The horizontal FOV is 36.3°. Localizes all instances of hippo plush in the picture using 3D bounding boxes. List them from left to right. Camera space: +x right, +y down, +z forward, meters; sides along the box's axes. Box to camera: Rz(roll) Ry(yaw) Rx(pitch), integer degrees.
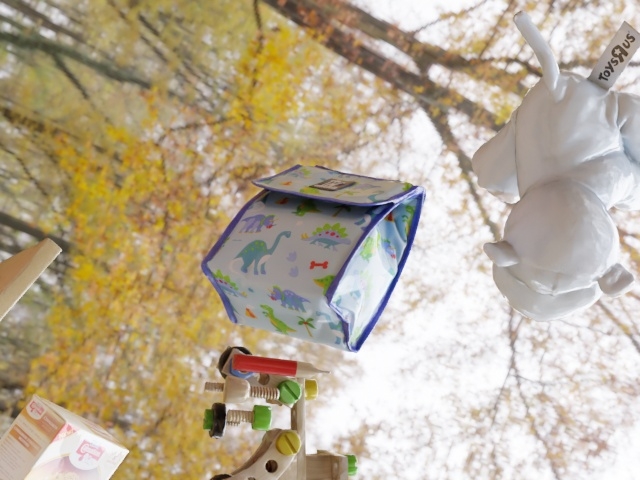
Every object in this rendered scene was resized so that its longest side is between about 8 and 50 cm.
[{"bbox_3d":[0.282,-0.040,1.012,0.294,0.234,0.237,96,1,-62],"label":"hippo plush"}]

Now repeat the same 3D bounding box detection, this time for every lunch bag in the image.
[{"bbox_3d":[0.000,0.000,0.791,0.128,0.096,0.151,13,-128,31],"label":"lunch bag"}]

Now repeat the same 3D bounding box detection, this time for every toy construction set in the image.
[{"bbox_3d":[-0.044,0.275,1.484,0.309,0.237,0.258,114,-20,-53],"label":"toy construction set"}]

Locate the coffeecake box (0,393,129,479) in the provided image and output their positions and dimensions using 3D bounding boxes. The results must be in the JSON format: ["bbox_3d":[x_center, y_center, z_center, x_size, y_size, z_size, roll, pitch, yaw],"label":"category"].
[{"bbox_3d":[-0.338,0.294,1.164,0.068,0.142,0.185,30,-101,32],"label":"coffeecake box"}]

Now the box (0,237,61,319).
[{"bbox_3d":[-0.359,0.088,0.981,0.164,0.021,0.201,-19,-151,49],"label":"box"}]
